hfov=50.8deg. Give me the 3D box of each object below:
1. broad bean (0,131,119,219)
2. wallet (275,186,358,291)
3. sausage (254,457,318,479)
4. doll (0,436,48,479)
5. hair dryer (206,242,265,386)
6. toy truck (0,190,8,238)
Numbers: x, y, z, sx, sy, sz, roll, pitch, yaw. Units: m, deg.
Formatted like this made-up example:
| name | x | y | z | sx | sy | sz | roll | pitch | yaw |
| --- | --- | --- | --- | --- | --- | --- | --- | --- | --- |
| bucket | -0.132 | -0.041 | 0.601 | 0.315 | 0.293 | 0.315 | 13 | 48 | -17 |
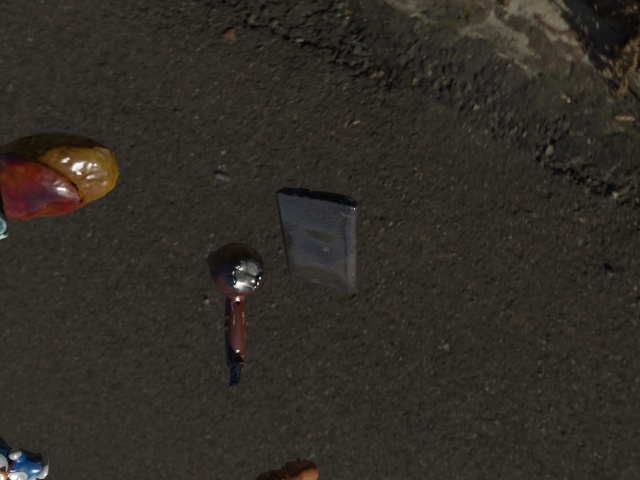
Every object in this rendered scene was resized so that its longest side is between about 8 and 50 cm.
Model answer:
| name | x | y | z | sx | sy | sz | roll | pitch | yaw |
| --- | --- | --- | --- | --- | --- | --- | --- | --- | --- |
| broad bean | -0.458 | -0.105 | 1.139 | 0.228 | 0.122 | 0.156 | -8 | 130 | -2 |
| wallet | 0.000 | 0.000 | 1.452 | 0.170 | 0.044 | 0.321 | 12 | 145 | 12 |
| sausage | -0.088 | 0.567 | 1.582 | 0.087 | 0.326 | 0.079 | -22 | 74 | 13 |
| doll | -0.872 | 0.612 | 1.810 | 0.257 | 0.161 | 0.215 | 26 | 118 | -38 |
| hair dryer | -0.218 | 0.176 | 1.626 | 0.123 | 0.312 | 0.340 | 2 | 88 | -21 |
| toy truck | -0.513 | -0.073 | 0.788 | 0.184 | 0.338 | 0.133 | -25 | 61 | 0 |
